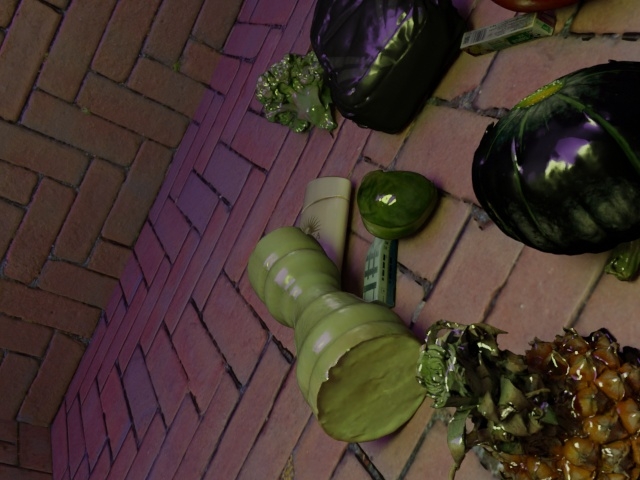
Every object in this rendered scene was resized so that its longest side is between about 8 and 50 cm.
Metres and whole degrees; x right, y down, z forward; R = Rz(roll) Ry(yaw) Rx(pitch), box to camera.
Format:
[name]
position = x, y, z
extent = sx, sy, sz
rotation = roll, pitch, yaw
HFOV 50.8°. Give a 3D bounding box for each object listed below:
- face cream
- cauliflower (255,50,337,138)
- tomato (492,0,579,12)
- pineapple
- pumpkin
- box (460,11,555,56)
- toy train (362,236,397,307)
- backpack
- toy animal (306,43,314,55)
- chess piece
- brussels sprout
[face cream]
position = 0.000, 0.000, 1.597
extent = 0.173, 0.081, 0.349
rotation = -25, 49, 50
[cauliflower]
position = -0.042, -0.401, 1.884
extent = 0.256, 0.239, 0.315
rotation = -35, 52, 5
[tomato]
position = 0.424, -0.502, 1.136
extent = 0.338, 0.143, 0.338
rotation = -31, 41, 31
[pineapple]
position = 0.233, 0.196, 0.837
extent = 0.262, 0.271, 0.262
rotation = -39, 39, 41
[pumpkin]
position = 0.369, -0.088, 0.887
extent = 0.296, 0.295, 0.296
rotation = -40, 38, 41
[box]
position = 0.356, -0.397, 1.299
extent = 0.207, 0.050, 0.041
rotation = 5, 78, 61
[toy train]
position = 0.126, 0.028, 1.387
extent = 0.052, 0.051, 0.234
rotation = -26, 48, 46
[backpack]
position = 0.127, -0.475, 1.554
extent = 0.363, 0.254, 0.446
rotation = -52, 45, 28
[toy animal]
position = 0.046, -0.569, 1.949
extent = 0.312, 0.097, 0.158
rotation = 19, 99, 60
[chess piece]
position = 0.008, 0.144, 1.271
extent = 0.234, 0.234, 0.442
rotation = -59, 35, 15
[brussels sprout]
position = 0.141, -0.076, 1.338
extent = 0.183, 0.131, 0.145
rotation = 3, 57, 50
